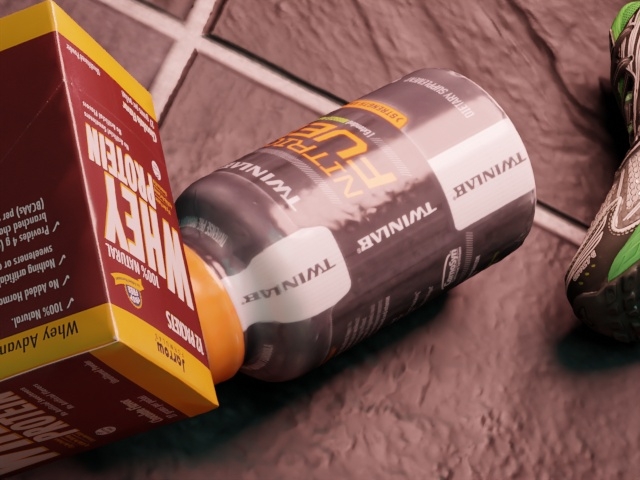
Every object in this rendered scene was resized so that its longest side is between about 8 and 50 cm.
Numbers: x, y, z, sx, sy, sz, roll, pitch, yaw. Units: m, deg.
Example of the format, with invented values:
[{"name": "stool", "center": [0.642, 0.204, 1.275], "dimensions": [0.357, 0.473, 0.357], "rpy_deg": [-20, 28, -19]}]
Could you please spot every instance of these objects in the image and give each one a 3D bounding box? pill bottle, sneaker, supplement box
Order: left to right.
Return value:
[{"name": "supplement box", "center": [-0.180, 0.013, 1.050], "dimensions": [0.191, 0.129, 0.194], "rpy_deg": [-19, 66, 13]}, {"name": "pill bottle", "center": [0.000, 0.000, 1.178], "dimensions": [0.246, 0.130, 0.130], "rpy_deg": [-29, 75, -31]}, {"name": "sneaker", "center": [0.244, -0.075, 1.334], "dimensions": [0.146, 0.134, 0.343], "rpy_deg": [21, 57, 21]}]
